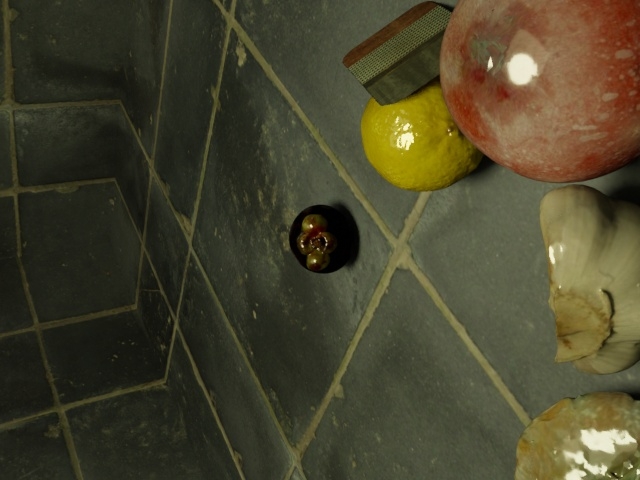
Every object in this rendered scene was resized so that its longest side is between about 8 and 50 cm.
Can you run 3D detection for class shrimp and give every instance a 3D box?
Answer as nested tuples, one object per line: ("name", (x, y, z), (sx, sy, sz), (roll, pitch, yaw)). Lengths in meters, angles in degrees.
("shrimp", (0.399, 0.312, 0.692), (0.445, 0.109, 0.221), (22, 97, 48))

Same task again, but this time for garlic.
("garlic", (0.326, 0.036, 0.736), (0.142, 0.178, 0.229), (-13, 121, 34))

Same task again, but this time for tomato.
("tomato", (0.250, -0.198, 0.709), (0.270, 0.227, 0.271), (13, 106, 53))

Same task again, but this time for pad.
("pad", (0.174, -0.333, 0.920), (0.323, 0.055, 0.250), (-50, 29, 16))

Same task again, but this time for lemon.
("lemon", (0.147, -0.159, 0.954), (0.203, 0.178, 0.179), (-154, 58, -69))

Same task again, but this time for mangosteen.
("mangosteen", (0.000, 0.000, 1.285), (0.151, 0.137, 0.137), (-38, -58, -78))
